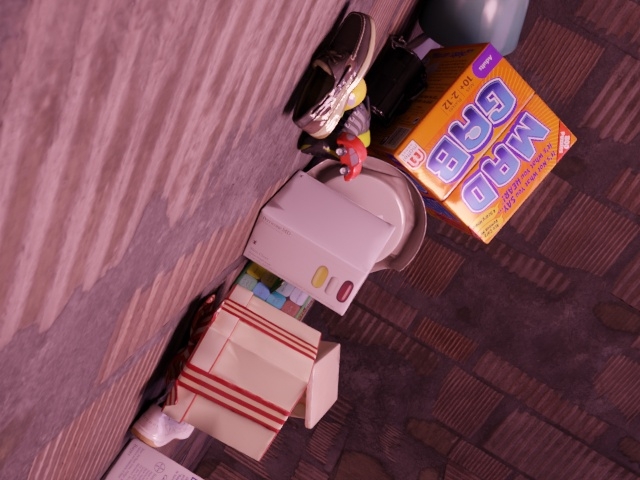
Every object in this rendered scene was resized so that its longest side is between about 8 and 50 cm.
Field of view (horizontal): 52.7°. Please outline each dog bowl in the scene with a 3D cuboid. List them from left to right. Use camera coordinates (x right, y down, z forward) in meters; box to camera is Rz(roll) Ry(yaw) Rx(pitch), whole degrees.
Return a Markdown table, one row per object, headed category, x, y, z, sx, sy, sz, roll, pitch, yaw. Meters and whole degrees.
| category | x | y | z | sx | sy | sz | roll | pitch | yaw |
| --- | --- | --- | --- | --- | --- | --- | --- | --- | --- |
| dog bowl | 0.086 | -0.060 | 1.622 | 0.348 | 0.349 | 0.102 | -62 | -172 | 24 |

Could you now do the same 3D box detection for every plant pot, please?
| category | x | y | z | sx | sy | sz | roll | pitch | yaw |
| --- | --- | --- | --- | --- | --- | --- | --- | --- | --- |
| plant pot | 0.444 | -0.685 | 1.780 | 0.293 | 0.293 | 0.235 | -55 | 165 | -42 |

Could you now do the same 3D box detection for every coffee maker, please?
| category | x | y | z | sx | sy | sz | roll | pitch | yaw |
| --- | --- | --- | --- | --- | --- | --- | --- | --- | --- |
| coffee maker | 0.167 | -0.401 | 1.641 | 0.171 | 0.120 | 0.178 | 38 | 86 | -40 |

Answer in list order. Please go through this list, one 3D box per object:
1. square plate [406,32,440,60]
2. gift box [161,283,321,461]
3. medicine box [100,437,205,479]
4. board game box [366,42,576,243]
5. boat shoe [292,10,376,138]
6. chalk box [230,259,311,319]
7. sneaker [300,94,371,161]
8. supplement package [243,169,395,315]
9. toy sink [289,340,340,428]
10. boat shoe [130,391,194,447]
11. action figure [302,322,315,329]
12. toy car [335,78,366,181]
| category | x | y | z | sx | sy | sz | roll | pitch | yaw |
| --- | --- | --- | --- | --- | --- | --- | --- | --- | --- |
| square plate | 0.232 | -0.473 | 1.935 | 0.347 | 0.049 | 0.344 | -43 | 165 | -38 |
| gift box | -0.167 | 0.257 | 1.322 | 0.255 | 0.258 | 0.276 | -60 | -178 | 14 |
| medicine box | -0.343 | 0.607 | 1.458 | 0.149 | 0.289 | 0.263 | -56 | 174 | -32 |
| board game box | 0.371 | -0.271 | 1.751 | 0.356 | 0.356 | 0.356 | -50 | -161 | 2 |
| boat shoe | 0.021 | -0.282 | 1.083 | 0.073 | 0.080 | 0.223 | 16 | 102 | -50 |
| chalk box | -0.110 | 0.125 | 1.607 | 0.180 | 0.179 | 0.289 | -55 | 173 | -30 |
| sneaker | 0.039 | -0.252 | 1.419 | 0.300 | 0.111 | 0.121 | -49 | 150 | -63 |
| supplement package | 0.000 | 0.000 | 1.448 | 0.204 | 0.262 | 0.145 | -53 | 172 | -51 |
| toy sink | -0.047 | 0.338 | 1.564 | 0.234 | 0.131 | 0.152 | -16 | 109 | -73 |
| boat shoe | -0.325 | 0.385 | 1.451 | 0.096 | 0.098 | 0.277 | -58 | 174 | -1 |
| action figure | -0.121 | 0.251 | 2.281 | 0.330 | 0.178 | 0.341 | -55 | 150 | 1 |
| toy car | 0.041 | -0.244 | 1.233 | 0.225 | 0.053 | 0.239 | 11 | 77 | -68 |
